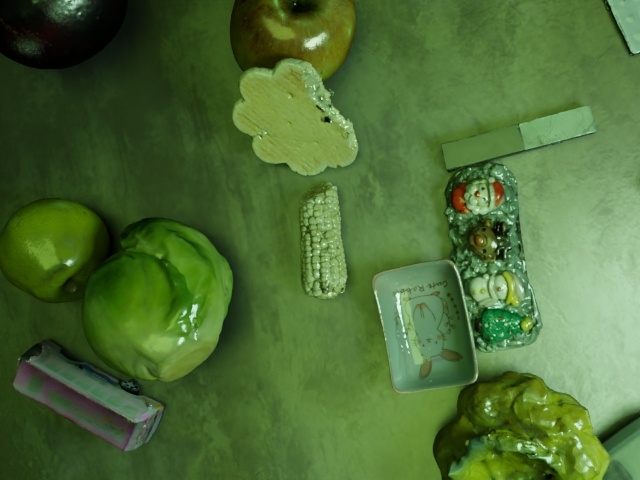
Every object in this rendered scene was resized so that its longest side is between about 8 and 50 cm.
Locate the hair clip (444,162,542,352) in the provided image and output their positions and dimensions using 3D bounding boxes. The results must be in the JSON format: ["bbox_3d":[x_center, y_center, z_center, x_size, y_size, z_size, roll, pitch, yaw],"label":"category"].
[{"bbox_3d":[0.286,0.028,1.394,0.138,0.091,0.321,-11,85,13],"label":"hair clip"}]

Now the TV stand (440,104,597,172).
[{"bbox_3d":[0.338,-0.174,1.418,0.256,0.040,0.049,-15,84,10],"label":"TV stand"}]

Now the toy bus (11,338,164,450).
[{"bbox_3d":[-0.430,0.281,1.511,0.274,0.112,0.090,26,100,10],"label":"toy bus"}]

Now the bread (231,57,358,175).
[{"bbox_3d":[-0.052,-0.205,1.412,0.182,0.251,0.039,-13,46,25],"label":"bread"}]

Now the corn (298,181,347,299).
[{"bbox_3d":[0.000,0.000,1.452,0.087,0.087,0.211,-6,87,10],"label":"corn"}]

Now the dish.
[{"bbox_3d":[0.184,0.144,1.409,0.151,0.077,0.212,-13,86,19],"label":"dish"}]

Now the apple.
[{"bbox_3d":[-0.052,-0.371,1.430,0.237,0.207,0.237,1,79,-7],"label":"apple"}]

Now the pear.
[{"bbox_3d":[-0.481,0.014,1.489,0.198,0.198,0.198,0,88,10],"label":"pear"}]

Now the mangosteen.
[{"bbox_3d":[-0.485,-0.454,1.442,0.297,0.313,0.297,-1,77,5],"label":"mangosteen"}]

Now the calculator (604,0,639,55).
[{"bbox_3d":[0.616,-0.432,1.386,0.262,0.021,0.161,-24,84,9],"label":"calculator"}]

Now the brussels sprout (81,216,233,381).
[{"bbox_3d":[-0.284,0.106,1.438,0.259,0.227,0.294,-38,57,14],"label":"brussels sprout"}]

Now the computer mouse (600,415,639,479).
[{"bbox_3d":[0.516,0.412,1.338,0.331,0.095,0.197,-40,67,16],"label":"computer mouse"}]

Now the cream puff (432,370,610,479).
[{"bbox_3d":[0.308,0.341,1.312,0.282,0.185,0.282,-6,75,25],"label":"cream puff"}]
